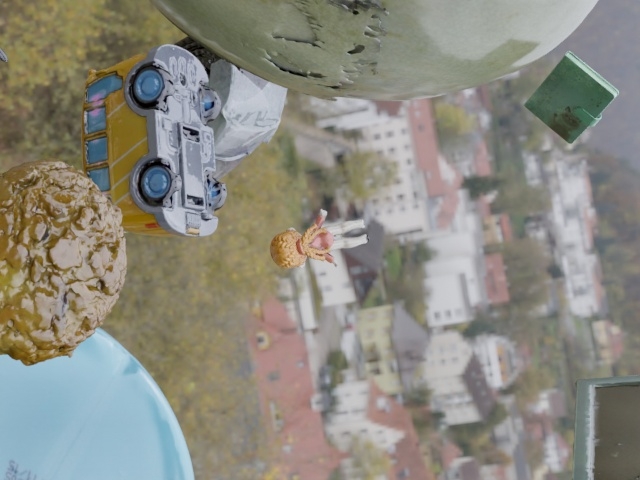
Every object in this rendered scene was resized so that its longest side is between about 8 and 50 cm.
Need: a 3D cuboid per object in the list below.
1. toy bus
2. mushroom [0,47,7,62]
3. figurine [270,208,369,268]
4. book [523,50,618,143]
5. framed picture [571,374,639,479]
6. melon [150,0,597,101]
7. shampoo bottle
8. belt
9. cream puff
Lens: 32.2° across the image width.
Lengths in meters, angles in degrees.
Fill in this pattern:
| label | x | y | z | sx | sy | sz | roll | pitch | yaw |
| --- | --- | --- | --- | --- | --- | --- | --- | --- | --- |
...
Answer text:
| label | x | y | z | sx | sy | sz | roll | pitch | yaw |
| --- | --- | --- | --- | --- | --- | --- | --- | --- | --- |
| toy bus | -0.193 | -0.103 | 1.228 | 0.126 | 0.136 | 0.209 | 9 | 76 | -66 |
| mushroom | -0.519 | -0.217 | 1.274 | 0.295 | 0.362 | 0.362 | -13 | 93 | -46 |
| figurine | 0.000 | 0.000 | 1.168 | 0.047 | 0.109 | 0.064 | 169 | -93 | -71 |
| book | 0.377 | -0.210 | 1.668 | 0.017 | 0.103 | 0.135 | -46 | 175 | -33 |
| framed picture | 0.342 | 0.184 | 0.992 | 0.293 | 0.231 | 0.018 | -51 | 133 | -67 |
| melon | 0.017 | -0.215 | 0.639 | 0.268 | 0.330 | 0.268 | -168 | -90 | -71 |
| shampoo bottle | -0.336 | 0.256 | 0.991 | 0.331 | 0.343 | 0.331 | 29 | 49 | -38 |
| belt | -0.185 | -0.185 | 1.592 | 0.164 | 0.289 | 0.184 | -1 | 64 | -51 |
| cream puff | -0.190 | 0.016 | 0.761 | 0.126 | 0.103 | 0.143 | 13 | 86 | -63 |
